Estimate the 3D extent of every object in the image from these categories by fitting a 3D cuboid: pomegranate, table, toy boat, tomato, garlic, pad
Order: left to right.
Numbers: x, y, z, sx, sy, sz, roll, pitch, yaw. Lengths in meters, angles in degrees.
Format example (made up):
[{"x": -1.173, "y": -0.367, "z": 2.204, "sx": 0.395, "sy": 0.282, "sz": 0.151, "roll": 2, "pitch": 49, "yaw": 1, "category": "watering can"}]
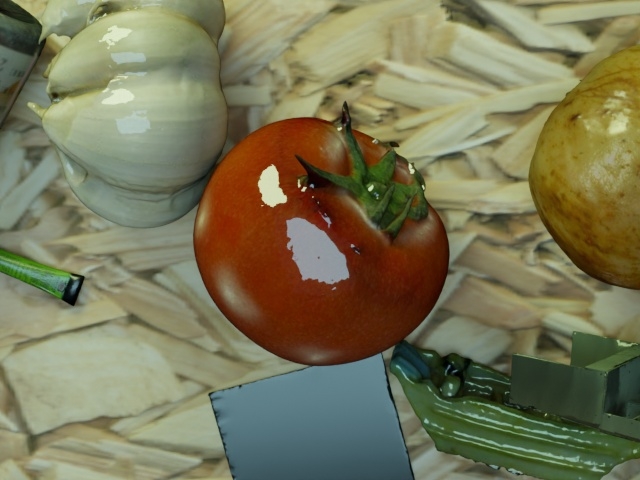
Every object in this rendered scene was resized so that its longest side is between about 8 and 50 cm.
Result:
[{"x": -0.186, "y": -0.149, "z": 1.370, "sx": 0.203, "sy": 0.185, "sz": 0.281, "roll": -4, "pitch": 108, "yaw": -23, "category": "garlic"}, {"x": 0.000, "y": 0.000, "z": 1.370, "sx": 0.256, "sy": 0.256, "sz": 0.224, "roll": 47, "pitch": 117, "yaw": -4, "category": "tomato"}, {"x": 0.009, "y": 0.286, "z": 1.534, "sx": 0.202, "sy": 0.005, "sz": 0.300, "roll": -15, "pitch": 98, "yaw": 6, "category": "pad"}, {"x": 0.199, "y": 0.188, "z": 1.448, "sx": 0.276, "sy": 0.111, "sz": 0.084, "roll": 17, "pitch": 105, "yaw": 3, "category": "toy boat"}, {"x": 0.300, "y": 0.145, "z": 1.380, "sx": 0.175, "sy": 0.146, "sz": 0.062, "roll": 11, "pitch": 103, "yaw": 34, "category": "table"}, {"x": 0.319, "y": -0.074, "z": 1.340, "sx": 0.248, "sy": 0.248, "sz": 0.248, "roll": 1, "pitch": 99, "yaw": 5, "category": "pomegranate"}]

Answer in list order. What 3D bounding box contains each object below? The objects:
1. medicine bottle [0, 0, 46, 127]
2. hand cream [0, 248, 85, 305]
[{"x": -0.411, "y": -0.136, "z": 1.420, "sx": 0.165, "sy": 0.165, "sz": 0.273, "roll": 30, "pitch": 101, "yaw": -1, "category": "medicine bottle"}, {"x": -0.320, "y": 0.034, "z": 1.510, "sx": 0.122, "sy": 0.023, "sz": 0.036, "roll": 22, "pitch": 100, "yaw": 1, "category": "hand cream"}]
